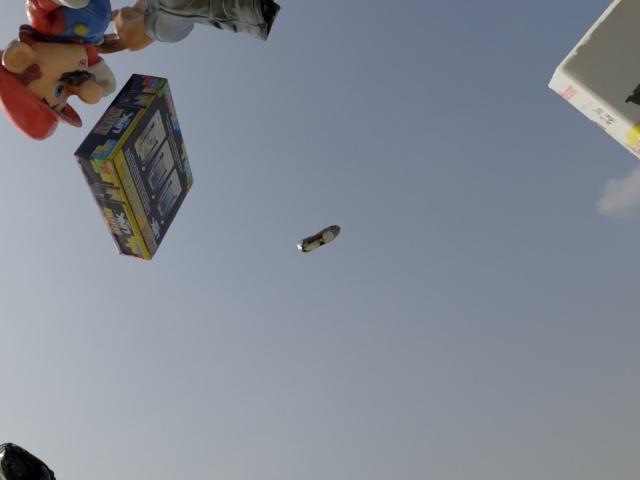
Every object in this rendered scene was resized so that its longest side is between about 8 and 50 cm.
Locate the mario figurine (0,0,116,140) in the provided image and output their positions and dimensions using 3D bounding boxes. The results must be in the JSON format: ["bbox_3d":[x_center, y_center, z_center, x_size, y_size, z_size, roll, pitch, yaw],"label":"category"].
[{"bbox_3d":[-0.307,-0.273,0.824,0.198,0.170,0.320,18,-77,-55],"label":"mario figurine"}]

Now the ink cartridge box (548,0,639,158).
[{"bbox_3d":[0.462,-0.166,0.809,0.131,0.306,0.226,-52,-8,17],"label":"ink cartridge box"}]

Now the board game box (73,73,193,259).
[{"bbox_3d":[-0.210,-0.083,0.730,0.048,0.141,0.170,12,-38,11],"label":"board game box"}]

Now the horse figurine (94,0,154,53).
[{"bbox_3d":[-0.297,-0.385,1.016,0.263,0.174,0.066,-52,-24,-14],"label":"horse figurine"}]

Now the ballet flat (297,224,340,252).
[{"bbox_3d":[0.000,0.000,1.503,0.114,0.041,0.041,-25,-39,-2],"label":"ballet flat"}]

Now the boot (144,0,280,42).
[{"bbox_3d":[-0.136,-0.284,0.784,0.161,0.246,0.083,19,-92,-7],"label":"boot"}]

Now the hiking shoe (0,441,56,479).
[{"bbox_3d":[-0.530,0.474,1.158,0.086,0.227,0.114,-45,9,-38],"label":"hiking shoe"}]
